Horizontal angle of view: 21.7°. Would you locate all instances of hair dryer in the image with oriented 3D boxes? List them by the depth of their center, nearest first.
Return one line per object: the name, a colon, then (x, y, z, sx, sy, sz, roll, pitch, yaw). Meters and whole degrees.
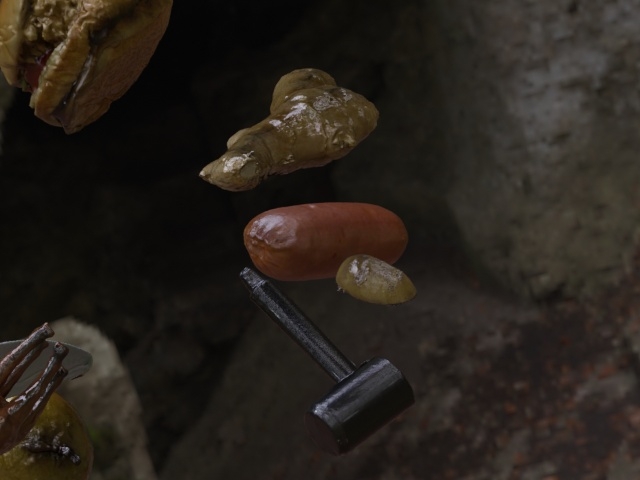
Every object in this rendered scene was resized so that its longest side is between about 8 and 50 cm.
hair dryer: (-0.018, 0.121, 1.837, 0.114, 0.070, 0.248, -35, 69, -28)

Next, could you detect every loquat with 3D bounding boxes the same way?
loquat: (-0.379, 0.271, 2.183, 0.149, 0.172, 0.204, -37, 14, -15)

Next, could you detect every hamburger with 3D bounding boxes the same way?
hamburger: (-0.294, -0.265, 2.059, 0.244, 0.163, 0.244, -54, -4, -6)

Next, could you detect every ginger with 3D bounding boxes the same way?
ginger: (-0.033, -0.110, 1.739, 0.148, 0.081, 0.334, 14, 27, 20)

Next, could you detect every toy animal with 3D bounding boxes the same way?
toy animal: (-0.317, 0.171, 1.537, 0.229, 0.066, 0.224, -48, -3, -20)

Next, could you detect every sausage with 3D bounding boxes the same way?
sausage: (0.000, 0.000, 2.316, 0.114, 0.113, 0.259, 6, 7, 43)

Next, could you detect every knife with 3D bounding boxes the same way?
knife: (-0.379, 0.158, 1.777, 0.043, 0.081, 0.336, 13, 25, 40)

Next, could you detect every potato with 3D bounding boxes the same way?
potato: (0.051, 0.039, 1.718, 0.093, 0.036, 0.037, 17, 39, 29)
